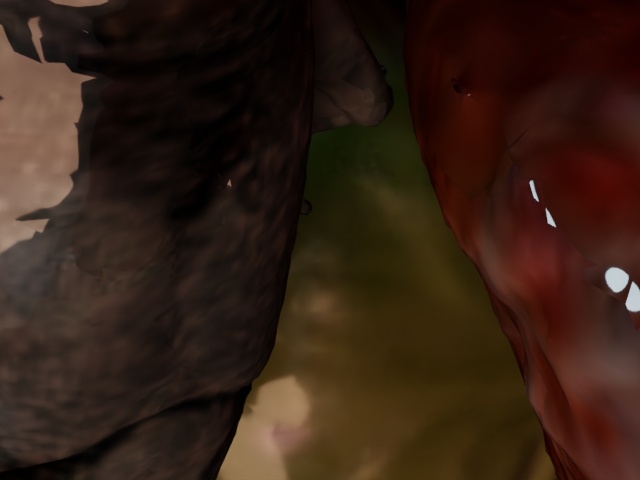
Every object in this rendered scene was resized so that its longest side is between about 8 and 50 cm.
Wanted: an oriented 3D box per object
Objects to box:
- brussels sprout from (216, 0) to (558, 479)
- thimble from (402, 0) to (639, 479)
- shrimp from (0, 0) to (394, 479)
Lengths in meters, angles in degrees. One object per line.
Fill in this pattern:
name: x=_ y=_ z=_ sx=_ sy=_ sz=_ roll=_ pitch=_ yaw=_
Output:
brussels sprout: x=0.000 y=0.000 z=0.597 sx=0.244 sy=0.244 sz=0.244 roll=11 pitch=139 yaw=9
thimble: x=0.199 y=-0.015 z=0.411 sx=0.350 sy=0.350 sz=0.230 roll=-3 pitch=134 yaw=24
shrimp: x=-0.062 y=-0.046 z=0.366 sx=0.221 sy=0.166 sz=0.410 roll=-15 pitch=148 yaw=-30
